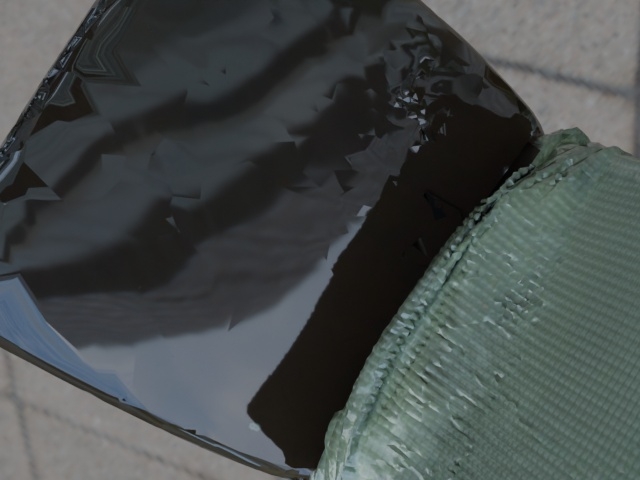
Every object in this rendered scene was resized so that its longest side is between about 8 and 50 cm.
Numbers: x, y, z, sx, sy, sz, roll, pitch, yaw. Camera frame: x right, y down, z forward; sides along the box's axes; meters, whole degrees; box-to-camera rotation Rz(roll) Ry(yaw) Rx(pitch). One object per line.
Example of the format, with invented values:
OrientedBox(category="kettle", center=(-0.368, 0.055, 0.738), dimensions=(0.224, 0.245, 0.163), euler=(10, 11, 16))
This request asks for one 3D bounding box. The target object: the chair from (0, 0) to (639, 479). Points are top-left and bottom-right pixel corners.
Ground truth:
OrientedBox(category="chair", center=(0.000, 0.000, 0.479), dimensions=(0.186, 0.160, 0.319), euler=(36, 179, -19))
